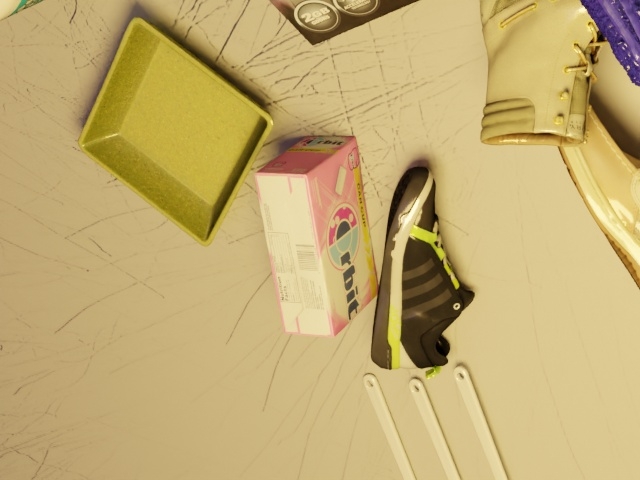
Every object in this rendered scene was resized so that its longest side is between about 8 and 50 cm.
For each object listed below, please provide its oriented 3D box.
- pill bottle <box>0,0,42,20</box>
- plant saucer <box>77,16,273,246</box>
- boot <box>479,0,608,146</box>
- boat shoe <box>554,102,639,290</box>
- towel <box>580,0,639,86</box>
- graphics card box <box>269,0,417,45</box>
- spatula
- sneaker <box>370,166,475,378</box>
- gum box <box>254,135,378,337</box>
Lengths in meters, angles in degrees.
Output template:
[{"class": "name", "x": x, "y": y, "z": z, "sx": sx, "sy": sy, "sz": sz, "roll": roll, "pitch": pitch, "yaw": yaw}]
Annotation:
[{"class": "pill bottle", "x": -0.316, "y": -0.297, "z": 1.656, "sx": 0.146, "sy": 0.264, "sz": 0.146, "roll": 14, "pitch": 120, "yaw": 26}, {"class": "plant saucer", "x": -0.146, "y": -0.120, "z": 1.781, "sx": 0.188, "sy": 0.045, "sz": 0.188, "roll": 37, "pitch": 127, "yaw": 9}, {"class": "boot", "x": 0.233, "y": -0.166, "z": 1.461, "sx": 0.213, "sy": 0.077, "sz": 0.165, "roll": -7, "pitch": 74, "yaw": 34}, {"class": "boat shoe", "x": 0.307, "y": -0.020, "z": 1.531, "sx": 0.098, "sy": 0.109, "sz": 0.302, "roll": -32, "pitch": 82, "yaw": 8}, {"class": "towel", "x": 0.265, "y": -0.305, "z": 1.358, "sx": 0.227, "sy": 0.076, "sz": 0.308, "roll": -35, "pitch": 84, "yaw": 18}, {"class": "graphics card box", "x": -0.021, "y": -0.346, "z": 1.453, "sx": 0.233, "sy": 0.094, "sz": 0.371, "roll": -19, "pitch": 135, "yaw": 33}, {"class": "spatula", "x": 0.144, "y": 0.244, "z": 1.808, "sx": 0.168, "sy": 0.019, "sz": 0.242, "roll": -10, "pitch": 107, "yaw": 40}, {"class": "sneaker", "x": 0.110, "y": 0.032, "z": 1.699, "sx": 0.097, "sy": 0.084, "sz": 0.234, "roll": 7, "pitch": 121, "yaw": 1}, {"class": "gum box", "x": 0.000, "y": 0.000, "z": 1.713, "sx": 0.062, "sy": 0.107, "sz": 0.188, "roll": 4, "pitch": 115, "yaw": 30}]
